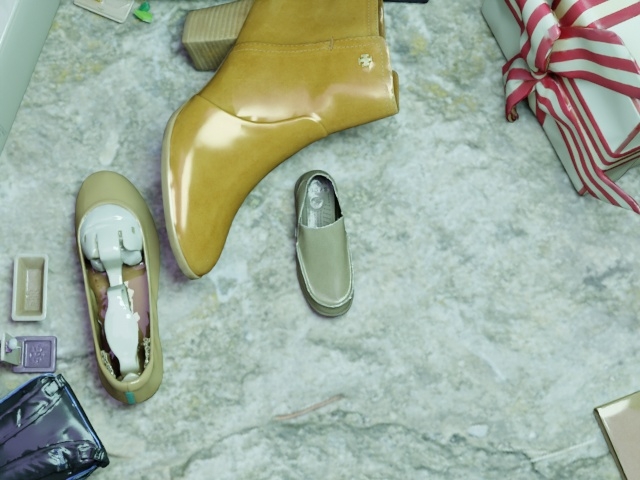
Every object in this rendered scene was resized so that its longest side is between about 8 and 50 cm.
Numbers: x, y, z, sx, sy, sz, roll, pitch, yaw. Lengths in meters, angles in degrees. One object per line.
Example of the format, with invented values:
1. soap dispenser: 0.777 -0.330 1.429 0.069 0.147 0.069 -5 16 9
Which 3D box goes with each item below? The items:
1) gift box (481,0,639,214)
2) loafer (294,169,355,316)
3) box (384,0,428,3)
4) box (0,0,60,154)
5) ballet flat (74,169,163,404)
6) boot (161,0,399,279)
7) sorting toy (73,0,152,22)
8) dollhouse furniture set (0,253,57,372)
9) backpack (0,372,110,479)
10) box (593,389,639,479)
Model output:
1. gift box: 0.304 -0.189 1.132 0.258 0.255 0.276 -23 73 -7
2. loafer: 0.000 0.000 1.191 0.056 0.050 0.148 -11 78 -2
3. box: -0.032 -0.358 1.112 0.313 0.343 0.179 1 79 -4
4. box: -0.334 -0.185 1.198 0.094 0.113 0.275 17 77 4
5. ballet flat: -0.187 0.037 1.170 0.080 0.073 0.232 -12 78 -4
6. boot: -0.031 -0.109 1.171 0.211 0.104 0.295 -2 70 14
7. sorting toy: -0.202 -0.253 1.262 0.083 0.012 0.062 23 78 5
8. dollhouse furniture set: -0.298 0.064 1.158 0.091 0.081 0.114 0 78 -1
9. backpack: -0.263 0.189 1.130 0.114 0.084 0.105 -30 80 -11
10. box: 0.381 0.198 1.167 0.201 0.021 0.164 -21 79 -4
